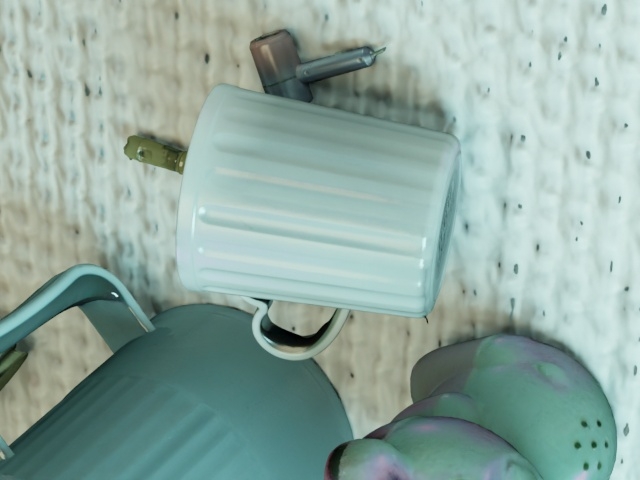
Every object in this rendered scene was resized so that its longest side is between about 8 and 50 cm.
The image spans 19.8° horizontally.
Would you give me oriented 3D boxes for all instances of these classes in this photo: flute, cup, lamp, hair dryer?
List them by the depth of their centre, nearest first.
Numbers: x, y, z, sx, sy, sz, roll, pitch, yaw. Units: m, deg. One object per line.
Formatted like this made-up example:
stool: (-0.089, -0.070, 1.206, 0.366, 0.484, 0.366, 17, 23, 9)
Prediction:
lamp: (0.138, 0.206, 1.412, 0.247, 0.301, 0.247, -10, 109, 34)
cup: (0.003, -0.015, 1.467, 0.202, 0.167, 0.221, 10, 154, 9)
hair dryer: (0.001, -0.146, 1.485, 0.114, 0.037, 0.063, -12, 107, 26)
flute: (-0.069, -0.052, 1.577, 0.233, 0.027, 0.027, 18, 122, 22)
cup: (-0.156, 0.207, 1.580, 0.256, 0.311, 0.331, 3, 115, 29)

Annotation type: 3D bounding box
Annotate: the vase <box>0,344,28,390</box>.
vase: (-0.441, 0.049, 1.774, 0.321, 0.173, 0.173, 42, 128, -2)
